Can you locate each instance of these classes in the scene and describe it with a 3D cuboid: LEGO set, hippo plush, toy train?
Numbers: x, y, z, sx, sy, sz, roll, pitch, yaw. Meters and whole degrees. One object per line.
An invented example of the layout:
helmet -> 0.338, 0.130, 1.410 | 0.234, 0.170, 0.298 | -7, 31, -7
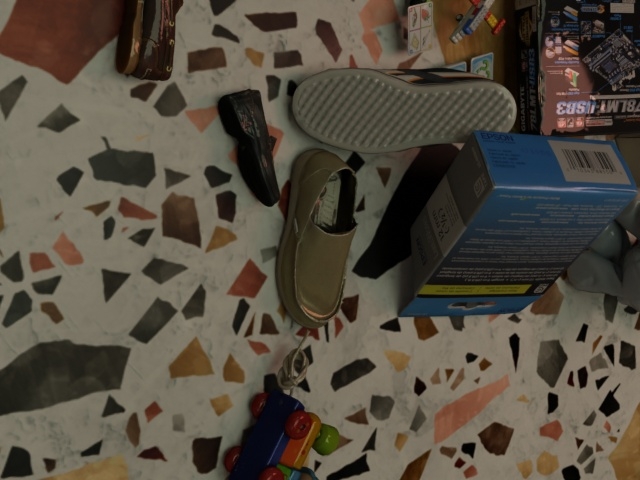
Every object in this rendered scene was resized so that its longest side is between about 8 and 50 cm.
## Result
LEGO set -> 0.219, -0.315, 1.371 | 0.182, 0.060, 0.244 | -21, 123, -28
hippo plush -> 0.623, 0.038, 1.571 | 0.236, 0.294, 0.234 | 8, 113, -39
toy train -> -0.024, 0.272, 1.306 | 0.143, 0.105, 0.248 | 35, 77, -39

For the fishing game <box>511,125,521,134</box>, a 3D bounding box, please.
fishing game -> 0.285, -0.064, 1.484 | 0.189, 0.041, 0.264 | 27, 87, -22

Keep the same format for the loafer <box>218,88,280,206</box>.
loafer -> -0.085, -0.132, 1.244 | 0.061, 0.062, 0.170 | -28, 110, -31

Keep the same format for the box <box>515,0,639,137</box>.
box -> 0.468, -0.323, 1.481 | 0.295, 0.073, 0.293 | -6, 98, -21

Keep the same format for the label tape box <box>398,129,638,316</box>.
label tape box -> 0.281, -0.012, 1.369 | 0.249, 0.347, 0.115 | 1, 56, -22

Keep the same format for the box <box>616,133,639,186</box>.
box -> 0.667, -0.101, 1.673 | 0.113, 0.094, 0.275 | -36, 112, -23

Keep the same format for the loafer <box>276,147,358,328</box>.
loafer -> 0.000, 0.000, 1.288 | 0.102, 0.092, 0.268 | -2, 96, -31

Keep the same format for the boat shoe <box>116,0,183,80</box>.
boat shoe -> -0.215, -0.311, 1.143 | 0.073, 0.073, 0.207 | 5, 100, -33

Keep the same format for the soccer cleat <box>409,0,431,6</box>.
soccer cleat -> 0.164, -0.435, 1.366 | 0.072, 0.060, 0.179 | 22, 88, -6

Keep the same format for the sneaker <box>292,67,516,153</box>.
sneaker -> 0.120, -0.195, 1.314 | 0.321, 0.127, 0.126 | 4, 106, 1
